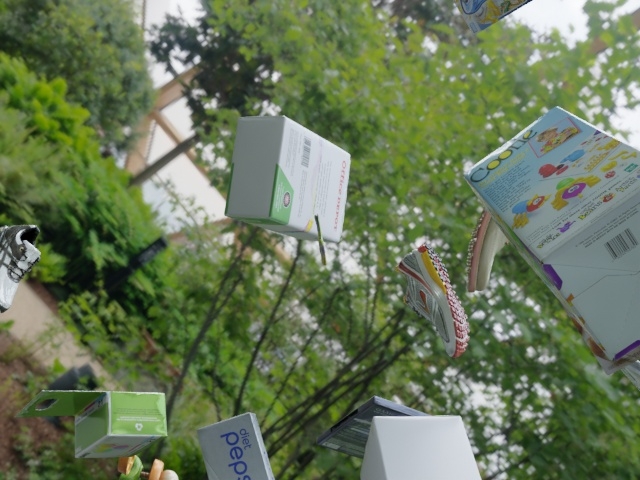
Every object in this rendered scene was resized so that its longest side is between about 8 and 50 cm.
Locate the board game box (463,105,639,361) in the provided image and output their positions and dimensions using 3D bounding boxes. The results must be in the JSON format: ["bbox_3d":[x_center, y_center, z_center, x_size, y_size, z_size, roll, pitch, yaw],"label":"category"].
[{"bbox_3d":[0.282,-0.022,0.810,0.142,0.144,0.275,50,10,-20],"label":"board game box"}]

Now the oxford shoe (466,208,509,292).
[{"bbox_3d":[0.494,-0.038,2.022,0.147,0.396,0.140,16,6,3],"label":"oxford shoe"}]

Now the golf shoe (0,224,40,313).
[{"bbox_3d":[-0.607,0.046,1.484,0.077,0.094,0.198,59,20,-55],"label":"golf shoe"}]

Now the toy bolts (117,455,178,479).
[{"bbox_3d":[-0.488,0.684,2.082,0.159,0.228,0.218,14,-47,-2],"label":"toy bolts"}]

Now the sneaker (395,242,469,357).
[{"bbox_3d":[0.217,0.123,1.447,0.088,0.093,0.225,24,41,-58],"label":"sneaker"}]

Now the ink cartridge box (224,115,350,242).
[{"bbox_3d":[-0.059,-0.117,1.539,0.117,0.201,0.278,4,-8,30],"label":"ink cartridge box"}]

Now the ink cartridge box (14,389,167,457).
[{"bbox_3d":[-0.473,0.381,1.544,0.255,0.189,0.096,10,58,-36],"label":"ink cartridge box"}]

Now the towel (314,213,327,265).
[{"bbox_3d":[0.000,0.000,1.292,0.083,0.010,0.060,80,0,-56],"label":"towel"}]

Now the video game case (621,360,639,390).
[{"bbox_3d":[0.562,0.259,1.192,0.190,0.022,0.173,43,0,-26],"label":"video game case"}]

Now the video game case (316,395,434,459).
[{"bbox_3d":[0.142,0.483,1.892,0.196,0.274,0.026,23,45,-20],"label":"video game case"}]

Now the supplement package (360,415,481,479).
[{"bbox_3d":[0.185,0.476,1.323,0.292,0.176,0.177,-100,-166,-53],"label":"supplement package"}]

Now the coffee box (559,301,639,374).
[{"bbox_3d":[0.435,0.059,1.139,0.246,0.098,0.141,61,-30,18],"label":"coffee box"}]

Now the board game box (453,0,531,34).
[{"bbox_3d":[0.296,-0.506,1.400,0.201,0.136,0.035,52,30,-19],"label":"board game box"}]

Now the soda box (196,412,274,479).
[{"bbox_3d":[-0.116,0.433,1.226,0.091,0.098,0.286,88,-15,-76],"label":"soda box"}]
